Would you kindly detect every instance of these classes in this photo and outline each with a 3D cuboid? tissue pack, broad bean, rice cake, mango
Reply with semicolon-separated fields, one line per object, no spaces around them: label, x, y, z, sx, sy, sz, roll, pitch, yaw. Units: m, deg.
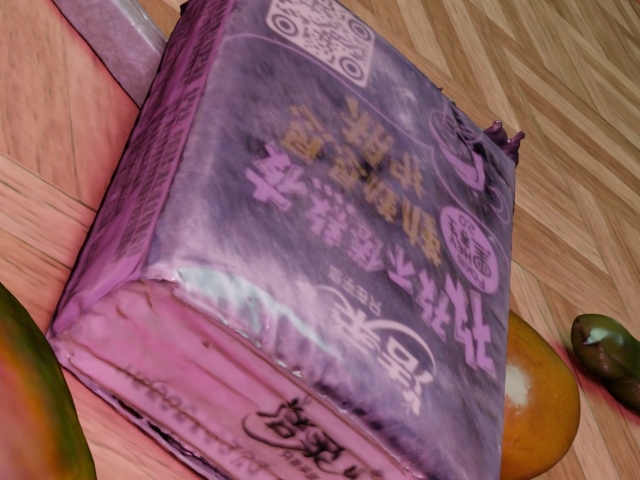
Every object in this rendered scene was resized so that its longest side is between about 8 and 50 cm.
tissue pack;0.000;0.000;0.918;0.259;0.122;0.361;38;35;-20
broad bean;0.312;0.131;1.458;0.318;0.056;0.098;26;25;-56
rice cake;-0.155;-0.168;1.048;0.245;0.045;0.042;51;23;3
mango;0.123;0.099;1.090;0.136;0.099;0.227;41;14;-5

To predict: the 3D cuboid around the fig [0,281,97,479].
fig;-0.143;0.134;0.419;0.275;0.206;0.206;69;22;-2
